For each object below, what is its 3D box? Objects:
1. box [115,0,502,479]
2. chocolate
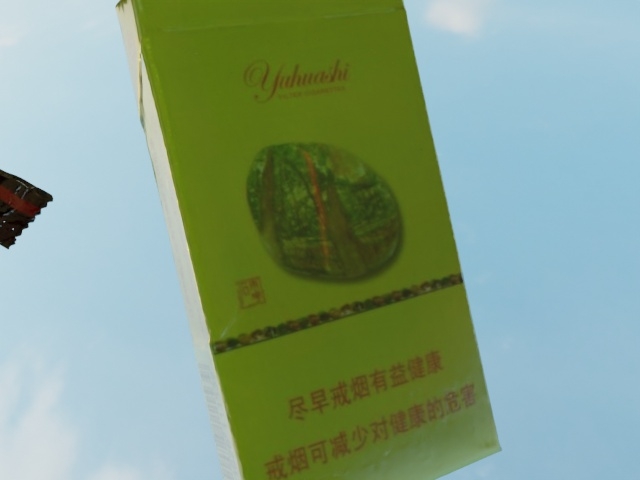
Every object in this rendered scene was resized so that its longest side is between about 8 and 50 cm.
[{"bbox_3d":[0.000,0.000,0.497,0.187,0.335,0.047,-13,-178,-27],"label":"box"},{"bbox_3d":[-0.375,-0.062,0.808,0.182,0.028,0.086,31,-124,1],"label":"chocolate"}]
